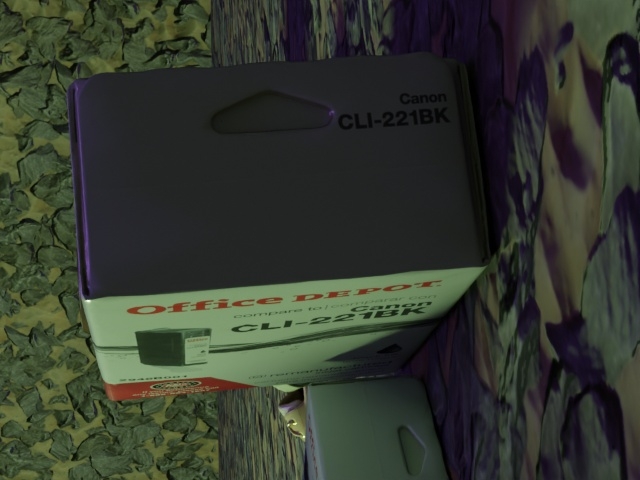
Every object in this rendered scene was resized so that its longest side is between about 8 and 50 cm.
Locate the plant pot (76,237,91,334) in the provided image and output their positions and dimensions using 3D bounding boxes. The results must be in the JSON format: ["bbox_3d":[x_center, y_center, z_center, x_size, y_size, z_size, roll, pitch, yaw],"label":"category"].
[{"bbox_3d":[-0.130,0.036,1.335,0.215,0.230,0.215,176,90,-82],"label":"plant pot"}]

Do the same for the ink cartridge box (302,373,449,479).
[{"bbox_3d":[0.030,0.187,0.799,0.127,0.072,0.175,-102,11,-50],"label":"ink cartridge box"}]

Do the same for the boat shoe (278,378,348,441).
[{"bbox_3d":[-0.007,0.137,1.099,0.063,0.059,0.170,-142,50,-80],"label":"boat shoe"}]

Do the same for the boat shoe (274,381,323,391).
[{"bbox_3d":[0.000,0.000,1.022,0.079,0.084,0.233,-22,58,42],"label":"boat shoe"}]

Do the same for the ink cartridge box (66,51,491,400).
[{"bbox_3d":[-0.033,0.005,0.734,0.273,0.197,0.114,109,155,-71],"label":"ink cartridge box"}]
